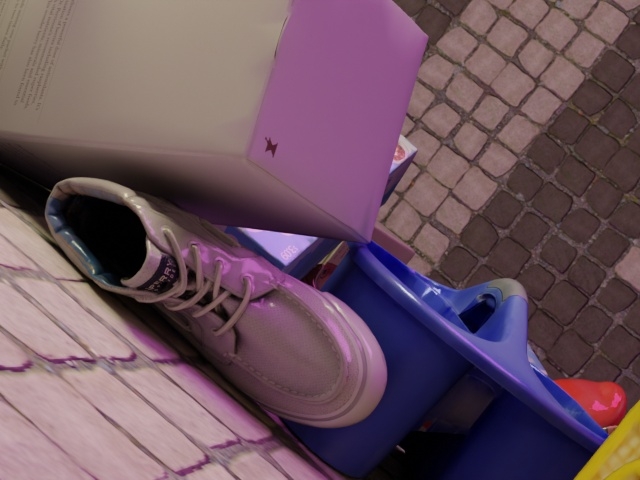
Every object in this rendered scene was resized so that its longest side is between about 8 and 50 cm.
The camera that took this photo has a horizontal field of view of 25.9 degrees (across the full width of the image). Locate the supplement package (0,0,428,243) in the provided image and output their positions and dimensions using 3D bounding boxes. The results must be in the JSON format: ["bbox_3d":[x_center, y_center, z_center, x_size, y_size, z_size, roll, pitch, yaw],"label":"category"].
[{"bbox_3d":[-0.100,-0.118,1.051,0.293,0.177,0.175,8,-15,35],"label":"supplement package"}]

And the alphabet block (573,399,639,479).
[{"bbox_3d":[0.220,0.219,0.756,0.197,0.192,0.193,39,2,-1],"label":"alphabet block"}]

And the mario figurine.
[{"bbox_3d":[0.346,0.309,1.716,0.320,0.170,0.198,48,-35,-13],"label":"mario figurine"}]

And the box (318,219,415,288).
[{"bbox_3d":[0.000,0.000,1.791,0.149,0.127,0.232,39,4,24],"label":"box"}]

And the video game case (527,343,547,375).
[{"bbox_3d":[0.179,0.121,1.884,0.212,0.023,0.193,9,28,-22],"label":"video game case"}]

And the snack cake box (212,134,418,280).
[{"bbox_3d":[-0.039,-0.053,1.314,0.152,0.089,0.264,38,40,8],"label":"snack cake box"}]

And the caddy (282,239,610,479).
[{"bbox_3d":[0.099,0.103,1.077,0.241,0.179,0.341,37,4,-5],"label":"caddy"}]

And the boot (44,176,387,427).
[{"bbox_3d":[-0.081,0.040,0.937,0.258,0.095,0.123,30,5,33],"label":"boot"}]

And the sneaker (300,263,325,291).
[{"bbox_3d":[0.043,0.100,1.403,0.188,0.071,0.066,38,4,1],"label":"sneaker"}]

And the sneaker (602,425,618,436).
[{"bbox_3d":[0.260,0.245,1.248,0.319,0.131,0.112,38,3,-1],"label":"sneaker"}]
